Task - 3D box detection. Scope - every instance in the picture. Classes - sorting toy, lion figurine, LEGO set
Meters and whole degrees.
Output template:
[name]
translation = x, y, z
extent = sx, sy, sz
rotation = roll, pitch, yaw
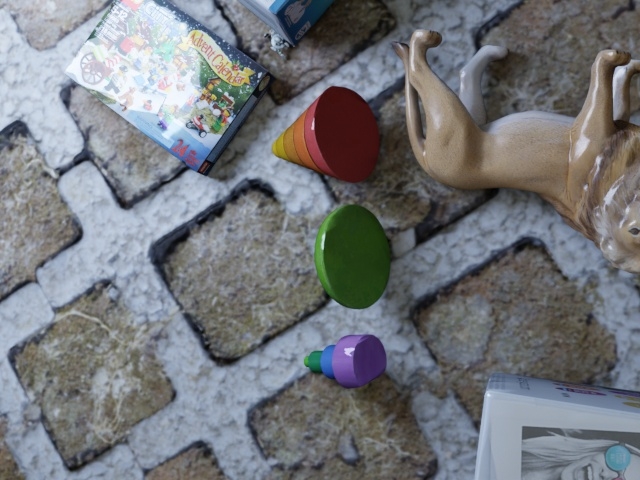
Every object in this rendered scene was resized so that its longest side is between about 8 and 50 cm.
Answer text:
[sorting toy]
translation = 0.000, 0.000, 1.217
extent = 0.126, 0.127, 0.365
rotation = -7, 87, 41
[lion figurine]
translation = 0.245, -0.107, 1.152
extent = 0.392, 0.142, 0.240
rotation = 12, 97, 27
[LEGO set]
translation = -0.051, -0.276, 1.266
extent = 0.054, 0.023, 0.083
rotation = -23, 82, 10

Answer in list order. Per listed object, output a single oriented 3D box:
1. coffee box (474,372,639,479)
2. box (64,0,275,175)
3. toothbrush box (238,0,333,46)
[coffee box]
translation = 0.315, 0.328, 0.989
extent = 0.335, 0.337, 0.338
rotation = 7, 88, 11
[box]
translation = -0.198, -0.215, 1.284
extent = 0.233, 0.044, 0.159
rotation = 36, 95, 12
[toothbrush box]
translation = -0.025, -0.429, 1.209
extent = 0.216, 0.126, 0.295
rotation = 40, 91, 12
